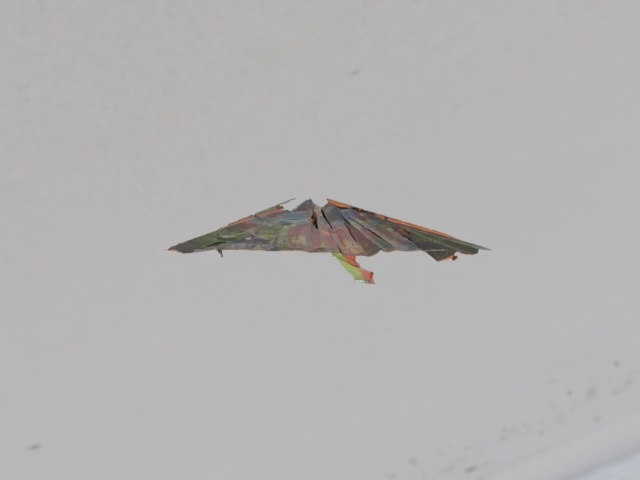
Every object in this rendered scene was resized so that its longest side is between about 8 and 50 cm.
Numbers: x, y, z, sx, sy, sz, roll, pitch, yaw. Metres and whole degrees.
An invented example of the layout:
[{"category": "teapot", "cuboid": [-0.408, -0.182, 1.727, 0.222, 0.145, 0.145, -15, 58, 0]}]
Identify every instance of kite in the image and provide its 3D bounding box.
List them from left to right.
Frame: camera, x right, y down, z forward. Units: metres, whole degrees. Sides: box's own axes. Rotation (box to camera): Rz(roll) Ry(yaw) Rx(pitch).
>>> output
[{"category": "kite", "cuboid": [0.000, 0.000, 1.002, 0.241, 0.183, 0.014, 0, 110, -16]}]
